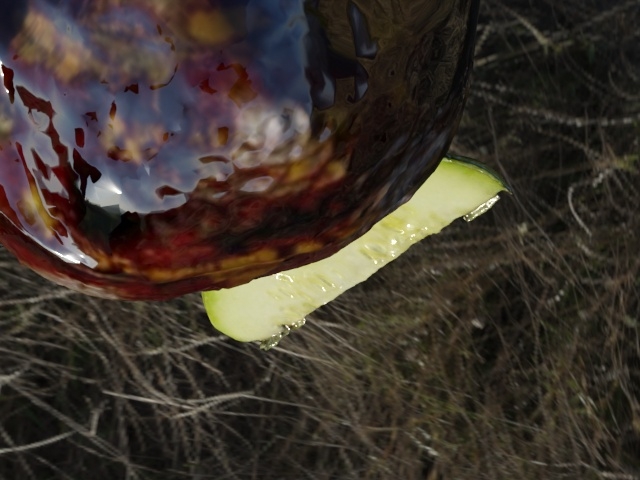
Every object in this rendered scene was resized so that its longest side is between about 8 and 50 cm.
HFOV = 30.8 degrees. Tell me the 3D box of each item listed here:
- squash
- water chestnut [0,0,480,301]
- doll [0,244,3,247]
[{"bbox_3d":[0.000,0.000,0.760,0.093,0.252,0.169,37,83,-17],"label":"squash"},{"bbox_3d":[-0.082,-0.129,0.625,0.335,0.347,0.335,6,72,-19],"label":"water chestnut"},{"bbox_3d":[-0.245,-0.068,0.847,0.091,0.286,0.203,-40,58,26],"label":"doll"}]
